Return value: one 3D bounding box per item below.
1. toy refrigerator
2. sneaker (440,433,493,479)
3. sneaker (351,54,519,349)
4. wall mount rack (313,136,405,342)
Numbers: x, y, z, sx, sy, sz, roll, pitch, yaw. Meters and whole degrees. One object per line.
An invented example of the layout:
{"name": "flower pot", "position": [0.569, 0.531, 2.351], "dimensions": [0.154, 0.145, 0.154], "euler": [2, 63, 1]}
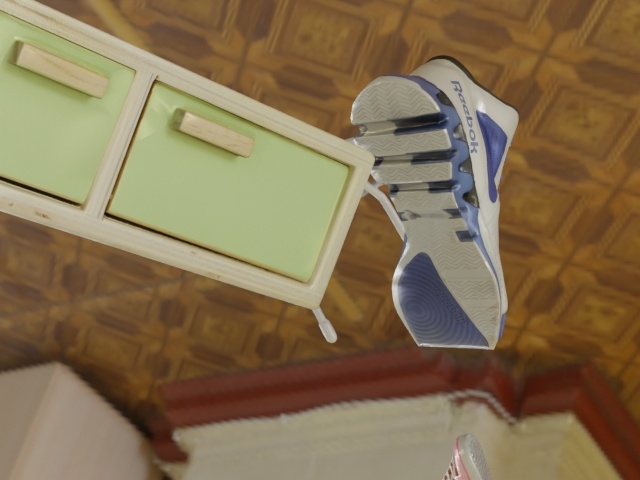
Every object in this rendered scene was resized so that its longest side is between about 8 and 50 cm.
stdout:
{"name": "toy refrigerator", "position": [-0.101, -0.048, 0.688], "dimensions": [0.269, 0.102, 0.094], "euler": [21, -179, -40]}
{"name": "sneaker", "position": [0.131, 0.239, 1.214], "dimensions": [0.070, 0.051, 0.134], "euler": [-13, 134, 13]}
{"name": "sneaker", "position": [0.148, -0.054, 1.298], "dimensions": [0.127, 0.182, 0.316], "euler": [3, 121, 34]}
{"name": "wall mount rack", "position": [0.000, 0.000, 1.861], "dimensions": [0.350, 0.130, 0.304], "euler": [-27, 135, 32]}
